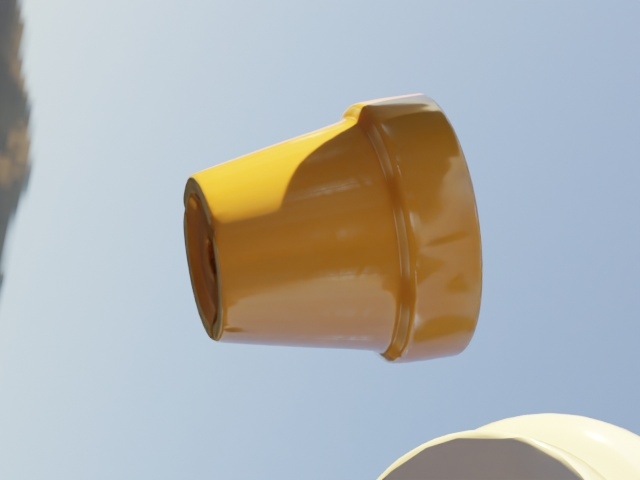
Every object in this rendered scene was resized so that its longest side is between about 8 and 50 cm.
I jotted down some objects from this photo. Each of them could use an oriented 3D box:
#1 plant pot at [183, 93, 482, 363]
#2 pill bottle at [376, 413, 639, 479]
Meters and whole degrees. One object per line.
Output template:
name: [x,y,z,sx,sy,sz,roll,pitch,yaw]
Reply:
plant pot: [0.000,0.000,1.464,0.205,0.188,0.205,172,-90,-75]
pill bottle: [0.139,0.194,1.001,0.188,0.334,0.188,-7,-107,25]
